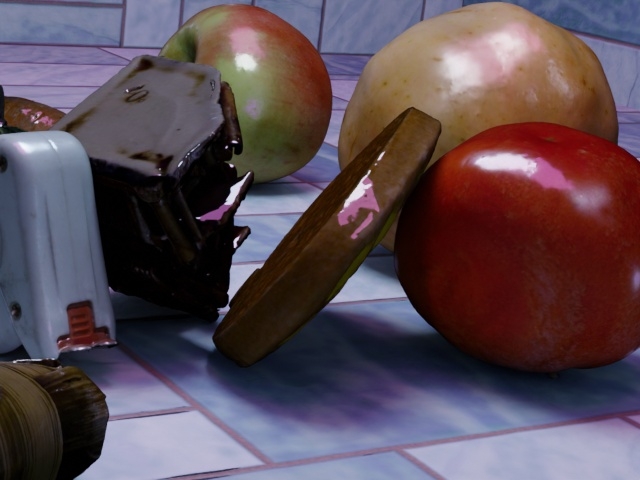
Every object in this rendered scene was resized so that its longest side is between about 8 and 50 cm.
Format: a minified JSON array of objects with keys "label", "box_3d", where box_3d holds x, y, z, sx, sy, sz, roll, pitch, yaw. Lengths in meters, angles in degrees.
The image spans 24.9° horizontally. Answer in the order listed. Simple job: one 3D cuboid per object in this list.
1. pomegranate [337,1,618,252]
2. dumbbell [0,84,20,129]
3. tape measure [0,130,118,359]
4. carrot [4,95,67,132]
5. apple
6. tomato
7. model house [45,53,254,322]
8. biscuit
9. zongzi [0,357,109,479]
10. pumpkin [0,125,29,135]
[{"label":"pomegranate","box_3d":[0.220,-0.143,2.099,0.411,0.411,0.411,6,14,-2]},{"label":"dumbbell","box_3d":[-0.611,-0.176,2.248,0.290,0.192,0.192,7,14,-2]},{"label":"tape measure","box_3d":[-0.338,0.009,1.578,0.246,0.243,0.125,-7,0,40]},{"label":"carrot","box_3d":[-0.449,-0.160,2.380,0.302,0.139,0.138,13,16,22]},{"label":"apple","box_3d":[-0.131,-0.245,2.509,0.277,0.319,0.319,22,5,-31]},{"label":"tomato","box_3d":[0.254,0.010,1.719,0.325,0.290,0.293,20,27,36]},{"label":"model house","box_3d":[-0.165,-0.035,1.731,0.317,0.282,0.297,15,39,41]},{"label":"biscuit","box_3d":[0.007,0.006,1.683,0.070,0.350,0.394,41,47,-5]},{"label":"zongzi","box_3d":[-0.357,0.161,1.214,0.288,0.134,0.286,5,6,26]},{"label":"pumpkin","box_3d":[-0.478,-0.088,2.056,0.211,0.152,0.211,-8,3,0]}]
